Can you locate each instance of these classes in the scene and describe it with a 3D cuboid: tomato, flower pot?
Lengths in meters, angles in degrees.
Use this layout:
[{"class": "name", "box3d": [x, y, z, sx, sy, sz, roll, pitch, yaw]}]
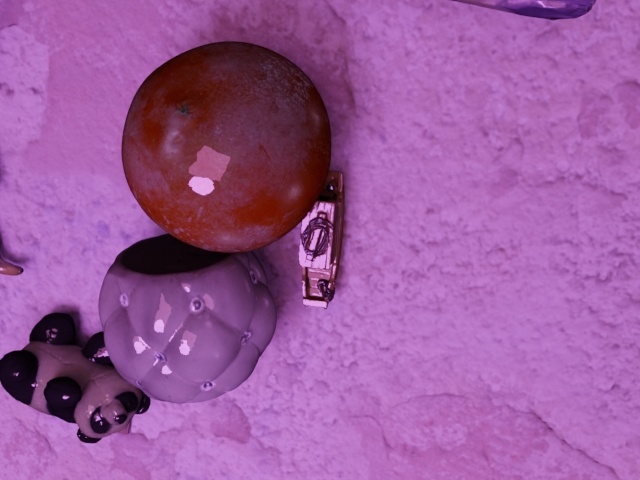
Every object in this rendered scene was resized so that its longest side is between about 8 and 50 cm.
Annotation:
[{"class": "tomato", "box3d": [-0.124, -0.123, 0.902, 0.270, 0.222, 0.270, -4, 79, 20]}, {"class": "flower pot", "box3d": [-0.182, 0.104, 0.992, 0.246, 0.246, 0.195, 0, 110, 11]}]

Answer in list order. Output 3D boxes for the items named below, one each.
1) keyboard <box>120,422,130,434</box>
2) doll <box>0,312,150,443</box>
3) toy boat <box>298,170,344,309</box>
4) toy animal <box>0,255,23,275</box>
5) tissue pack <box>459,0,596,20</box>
[{"class": "keyboard", "box3d": [-0.327, 0.237, 1.171, 0.055, 0.017, 0.166, 13, 107, 3]}, {"class": "doll", "box3d": [-0.377, 0.214, 1.103, 0.234, 0.143, 0.135, 16, 131, 20]}, {"class": "toy boat", "box3d": [0.000, 0.000, 1.006, 0.057, 0.077, 0.200, 7, 106, 9]}, {"class": "toy animal", "box3d": [-0.565, -0.040, 1.096, 0.169, 0.121, 0.233, -12, 105, 3]}, {"class": "tissue pack", "box3d": [0.135, -0.337, 0.802, 0.344, 0.242, 0.125, 14, 108, 8]}]
